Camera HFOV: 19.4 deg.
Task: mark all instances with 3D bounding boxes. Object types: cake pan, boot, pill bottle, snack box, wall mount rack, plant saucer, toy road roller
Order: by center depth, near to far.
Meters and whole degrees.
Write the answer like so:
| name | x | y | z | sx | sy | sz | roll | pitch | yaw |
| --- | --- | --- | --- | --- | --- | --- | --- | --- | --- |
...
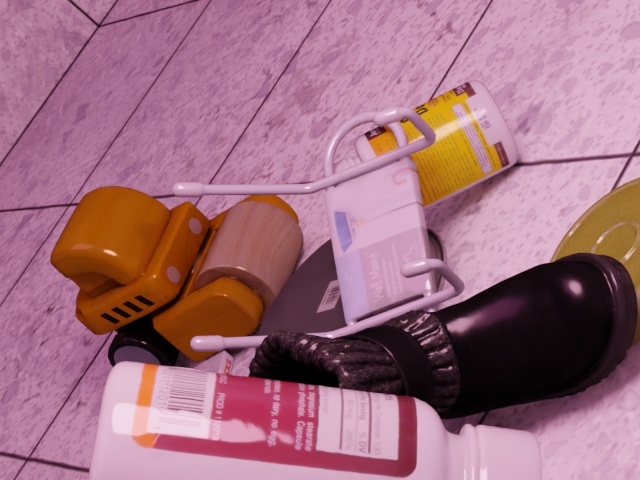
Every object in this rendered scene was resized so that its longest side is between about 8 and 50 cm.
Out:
| name | x | y | z | sx | sy | sz | roll | pitch | yaw |
| --- | --- | --- | --- | --- | --- | --- | --- | --- | --- |
| pill bottle | -0.009 | 0.242 | 1.699 | 0.224 | 0.392 | 0.224 | -172 | 90 | -88 |
| boot | 0.118 | 0.112 | 1.856 | 0.348 | 0.260 | 0.131 | -32 | 65 | 44 |
| plant saucer | 0.316 | 0.015 | 1.952 | 0.241 | 0.037 | 0.241 | -37 | 26 | 22 |
| wall mount rack | 0.000 | 0.000 | 2.133 | 0.304 | 0.130 | 0.350 | -21 | 59 | 21 |
| pill bottle | 0.122 | -0.100 | 2.271 | 0.215 | 0.117 | 0.117 | -27 | 26 | 1 |
| cake pan | 0.028 | 0.085 | 2.302 | 0.293 | 0.054 | 0.293 | -37 | 27 | 22 |
| snack box | -0.156 | 0.222 | 2.441 | 0.064 | 0.022 | 0.178 | -30 | 30 | 31 |
| toy road roller | -0.210 | 0.028 | 2.543 | 0.329 | 0.240 | 0.202 | -26 | 30 | 39 |

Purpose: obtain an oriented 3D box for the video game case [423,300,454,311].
| name | x | y | z | sx | sy | sz | roll | pitch | yaw |
| --- | --- | --- | --- | --- | --- | --- | --- | --- | --- |
| video game case | 0.096 | 0.124 | 2.116 | 0.157 | 0.019 | 0.143 | 24 | 73 | 43 |
